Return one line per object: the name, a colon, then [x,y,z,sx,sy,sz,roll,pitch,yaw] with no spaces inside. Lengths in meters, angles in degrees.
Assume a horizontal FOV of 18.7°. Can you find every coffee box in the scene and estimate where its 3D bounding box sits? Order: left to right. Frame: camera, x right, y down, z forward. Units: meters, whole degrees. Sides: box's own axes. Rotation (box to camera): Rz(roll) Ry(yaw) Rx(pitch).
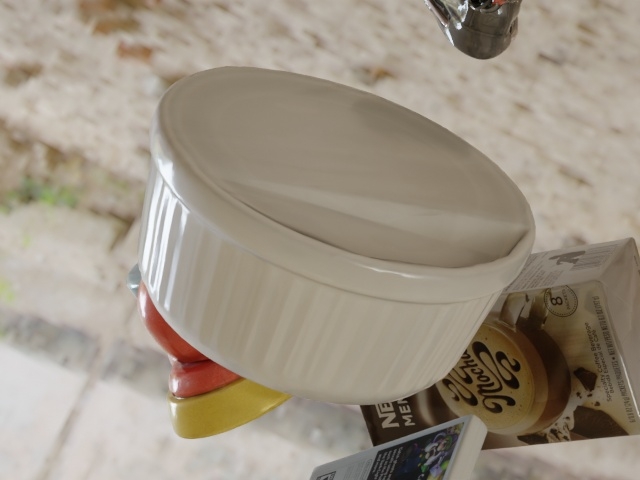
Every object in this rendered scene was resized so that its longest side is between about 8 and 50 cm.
coffee box: [0.182,0.112,1.948,0.297,0.119,0.168,-10,107,31]

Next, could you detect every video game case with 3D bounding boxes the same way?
video game case: [0.028,0.220,1.388,0.022,0.190,0.173,44,137,-21]

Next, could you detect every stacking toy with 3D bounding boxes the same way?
stacking toy: [-0.025,0.010,1.540,0.130,0.280,0.309,64,177,-14]

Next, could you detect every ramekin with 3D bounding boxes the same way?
ramekin: [0.000,0.000,1.316,0.273,0.127,0.273,17,-155,-8]

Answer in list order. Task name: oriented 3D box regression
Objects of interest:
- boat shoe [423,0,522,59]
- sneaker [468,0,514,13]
boat shoe: [0.132,-0.249,1.876,0.112,0.095,0.335,6,-165,-5]
sneaker: [0.131,-0.209,1.546,0.158,0.064,0.061,-10,-153,-37]
